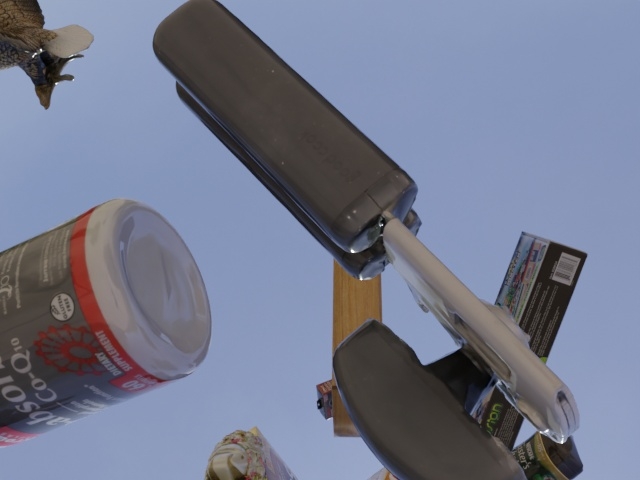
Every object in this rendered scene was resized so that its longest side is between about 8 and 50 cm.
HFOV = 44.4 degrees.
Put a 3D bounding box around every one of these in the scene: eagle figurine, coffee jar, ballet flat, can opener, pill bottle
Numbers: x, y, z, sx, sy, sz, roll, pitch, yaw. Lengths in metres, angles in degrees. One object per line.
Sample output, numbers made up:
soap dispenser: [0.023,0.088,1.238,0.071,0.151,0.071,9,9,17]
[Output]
eagle figurine: [-0.600,-0.378,1.447,0.226,0.298,0.225,18,-109,42]
coffee jar: [0.349,0.387,1.318,0.184,0.079,0.096,-40,-164,19]
ballet flat: [-0.123,0.332,1.027,0.091,0.077,0.241,-10,-143,11]
can opener: [0.000,0.000,0.372,0.095,0.076,0.283,-41,-113,-8]
pill bottle: [-0.324,0.112,0.888,0.362,0.210,0.210,-23,-148,16]

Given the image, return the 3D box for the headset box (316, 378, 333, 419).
headset box: [0.030,0.280,1.411,0.083,0.062,0.032,-18,-148,-20]

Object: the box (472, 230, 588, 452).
box: [0.177,0.098,0.722,0.036,0.207,0.114,19,-175,0]

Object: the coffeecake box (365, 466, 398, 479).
coffeecake box: [0.034,0.347,0.824,0.185,0.068,0.142,-55,-179,-44]

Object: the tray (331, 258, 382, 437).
tray: [0.056,0.073,1.221,0.076,0.203,0.411,1,-123,3]

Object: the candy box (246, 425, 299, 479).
candy box: [-0.042,0.469,1.239,0.087,0.317,0.183,-33,-160,2]
